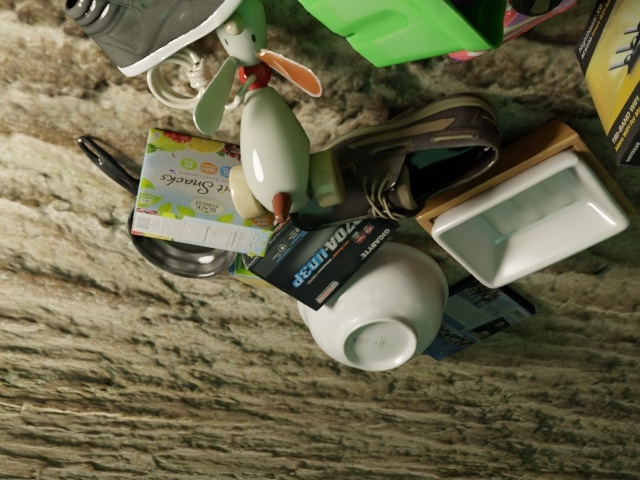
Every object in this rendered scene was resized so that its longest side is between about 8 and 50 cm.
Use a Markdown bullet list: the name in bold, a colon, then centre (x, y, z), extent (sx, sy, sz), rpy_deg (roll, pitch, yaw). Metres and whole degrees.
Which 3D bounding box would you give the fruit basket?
- **fruit basket**: centre (0.100, -0.374, 0.824), extent (0.392, 0.282, 0.392), rpy_deg (8, 150, 5)

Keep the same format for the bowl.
- **bowl**: centre (0.106, 0.152, 1.518), extent (0.298, 0.134, 0.297), rpy_deg (-2, 130, -2)

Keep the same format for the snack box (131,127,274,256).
- **snack box**: centre (-0.176, -0.075, 1.248), extent (0.207, 0.174, 0.070), rpy_deg (10, 139, -12)

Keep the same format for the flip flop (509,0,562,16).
- **flip flop**: centre (0.297, -0.396, 0.932), extent (0.112, 0.080, 0.277), rpy_deg (10, 120, -37)

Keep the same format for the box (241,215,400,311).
- **box**: centre (0.000, 0.000, 1.381), extent (0.175, 0.051, 0.220), rpy_deg (35, 107, -33)

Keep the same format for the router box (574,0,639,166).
- **router box**: centre (0.430, -0.280, 0.977), extent (0.081, 0.242, 0.308), rpy_deg (5, 138, -7)

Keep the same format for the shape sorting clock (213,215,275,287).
- **shape sorting clock**: centre (-0.089, 0.007, 1.447), extent (0.206, 0.040, 0.206), rpy_deg (2, 129, 2)

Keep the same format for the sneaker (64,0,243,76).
- **sneaker**: centre (-0.205, -0.326, 1.009), extent (0.296, 0.104, 0.147), rpy_deg (-26, 139, 31)

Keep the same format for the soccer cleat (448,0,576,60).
- **soccer cleat**: centre (0.278, -0.312, 1.064), extent (0.095, 0.083, 0.248), rpy_deg (26, 130, -34)

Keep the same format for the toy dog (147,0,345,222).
- **toy dog**: centre (-0.082, -0.153, 1.089), extent (0.220, 0.161, 0.333), rpy_deg (-33, 111, 15)

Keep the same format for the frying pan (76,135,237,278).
- **frying pan**: centre (-0.290, -0.044, 1.376), extent (0.326, 0.053, 0.197), rpy_deg (30, 131, -14)

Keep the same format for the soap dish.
- **soap dish**: centre (0.337, -0.057, 1.327), extent (0.291, 0.118, 0.229), rpy_deg (-29, 132, 28)

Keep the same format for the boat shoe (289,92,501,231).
- **boat shoe**: centre (0.107, -0.104, 1.218), extent (0.356, 0.130, 0.132), rpy_deg (-27, 125, 12)

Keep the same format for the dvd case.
- **dvd case**: centre (0.286, 0.159, 1.649), extent (0.253, 0.022, 0.180), rpy_deg (-33, 129, 31)
